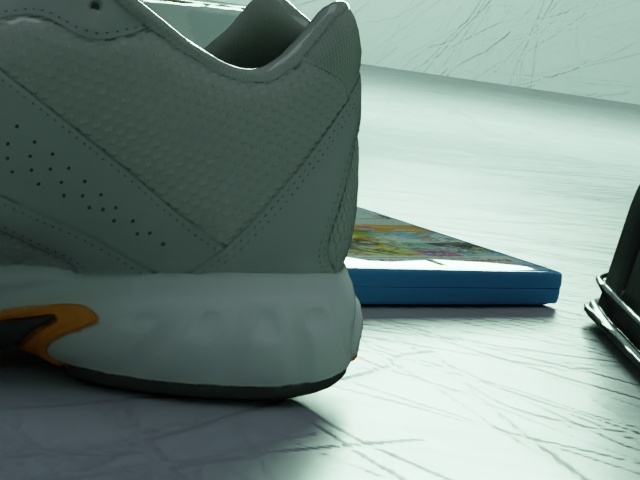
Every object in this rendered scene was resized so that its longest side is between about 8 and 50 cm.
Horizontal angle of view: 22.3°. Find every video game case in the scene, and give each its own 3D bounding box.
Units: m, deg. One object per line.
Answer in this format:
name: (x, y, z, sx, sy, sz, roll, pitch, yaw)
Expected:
video game case: (0.000, 0.000, 0.668, 0.119, 0.015, 0.166, 2, 11, -38)

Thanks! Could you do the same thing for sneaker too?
sneaker: (-0.107, -0.031, 0.418, 0.262, 0.121, 0.099, 4, 9, -27)

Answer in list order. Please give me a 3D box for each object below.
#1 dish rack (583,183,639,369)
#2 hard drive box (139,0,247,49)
dish rack: (0.241, 0.031, 0.537, 0.271, 0.074, 0.208, 10, 10, -4)
hard drive box: (-0.166, -0.139, 1.147, 0.232, 0.089, 0.181, 14, 11, 33)
